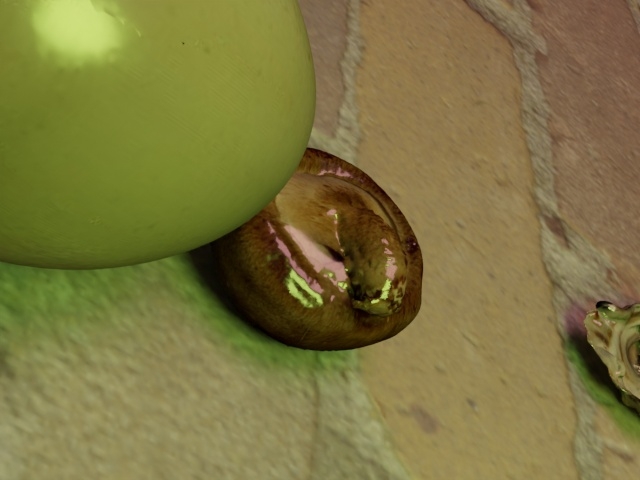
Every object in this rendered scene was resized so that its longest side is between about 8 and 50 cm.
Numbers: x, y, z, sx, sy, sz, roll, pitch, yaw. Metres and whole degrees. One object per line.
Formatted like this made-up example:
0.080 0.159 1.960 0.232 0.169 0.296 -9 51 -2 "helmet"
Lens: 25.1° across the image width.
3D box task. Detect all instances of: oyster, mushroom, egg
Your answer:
0.239 0.085 0.947 0.165 0.053 0.108 -7 40 -45 "oyster"
0.000 0.000 0.728 0.127 0.087 0.127 32 36 -27 "mushroom"
-0.107 -0.081 0.601 0.253 0.188 0.189 23 37 -47 "egg"
